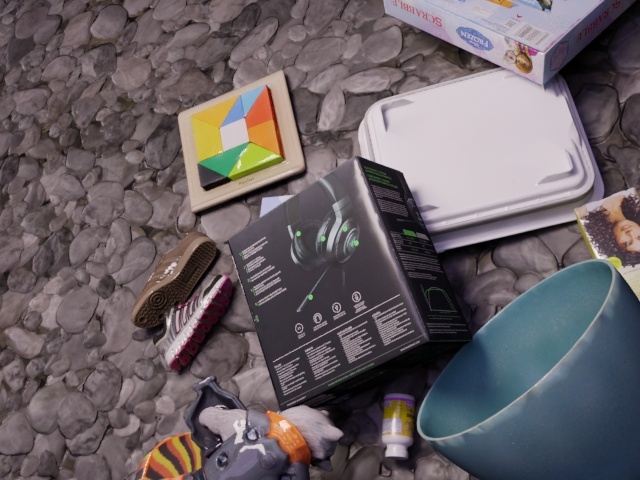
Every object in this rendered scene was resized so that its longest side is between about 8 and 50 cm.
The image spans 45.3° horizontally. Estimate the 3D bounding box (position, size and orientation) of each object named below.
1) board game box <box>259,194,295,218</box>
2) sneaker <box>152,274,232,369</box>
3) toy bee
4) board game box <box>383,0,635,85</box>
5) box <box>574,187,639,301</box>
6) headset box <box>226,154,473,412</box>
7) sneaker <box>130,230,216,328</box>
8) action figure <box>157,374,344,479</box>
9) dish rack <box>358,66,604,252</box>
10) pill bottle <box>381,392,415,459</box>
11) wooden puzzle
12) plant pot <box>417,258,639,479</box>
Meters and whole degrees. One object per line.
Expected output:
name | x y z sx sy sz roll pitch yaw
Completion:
board game box | 0.000 0.000 1.211 0.212 0.039 0.160 -5 64 22
sneaker | -0.210 0.119 1.229 0.075 0.063 0.170 31 86 26
toy bee | -0.245 0.393 1.033 0.195 0.162 0.298 -56 23 35
board game box | 0.319 -0.415 1.214 0.318 0.066 0.319 -41 55 -18
box | 0.412 0.050 0.994 0.087 0.058 0.232 -22 59 13
headset box | 0.028 0.055 1.049 0.246 0.131 0.283 -32 67 28
sneaker | -0.251 0.064 1.286 0.188 0.066 0.071 -48 40 -10
action figure | -0.086 0.343 0.919 0.341 0.178 0.330 44 78 3
dish rack | 0.225 -0.138 1.140 0.333 0.072 0.285 -13 60 9
pill bottle | 0.105 0.252 1.037 0.043 0.043 0.083 -4 65 22
wooden puzzle | -0.149 -0.182 1.363 0.221 0.044 0.238 -20 59 14
plant pot | 0.283 0.190 0.882 0.290 0.290 0.195 -43 92 -1
